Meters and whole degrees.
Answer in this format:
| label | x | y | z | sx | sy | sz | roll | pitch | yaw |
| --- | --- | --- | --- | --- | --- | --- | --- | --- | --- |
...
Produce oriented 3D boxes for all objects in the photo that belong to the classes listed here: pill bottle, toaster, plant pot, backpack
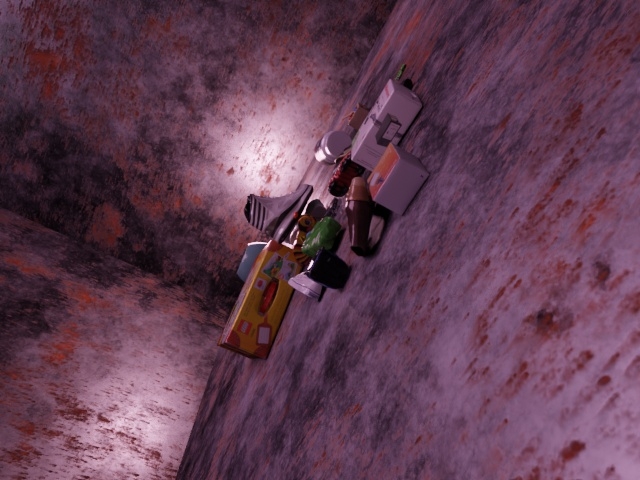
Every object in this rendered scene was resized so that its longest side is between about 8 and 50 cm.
| label | x | y | z | sx | sy | sz | roll | pitch | yaw |
| --- | --- | --- | --- | --- | --- | --- | --- | --- | --- |
| pill bottle | 0.068 | -0.498 | 2.266 | 0.161 | 0.161 | 0.283 | -64 | 11 | -3 |
| toaster | -0.177 | -0.063 | 2.500 | 0.227 | 0.129 | 0.147 | -134 | 67 | -76 |
| plant pot | -0.337 | 0.145 | 2.410 | 0.293 | 0.234 | 0.293 | -159 | 90 | -80 |
| backpack | 0.024 | 0.089 | 1.290 | 0.105 | 0.114 | 0.084 | -62 | 11 | -6 |

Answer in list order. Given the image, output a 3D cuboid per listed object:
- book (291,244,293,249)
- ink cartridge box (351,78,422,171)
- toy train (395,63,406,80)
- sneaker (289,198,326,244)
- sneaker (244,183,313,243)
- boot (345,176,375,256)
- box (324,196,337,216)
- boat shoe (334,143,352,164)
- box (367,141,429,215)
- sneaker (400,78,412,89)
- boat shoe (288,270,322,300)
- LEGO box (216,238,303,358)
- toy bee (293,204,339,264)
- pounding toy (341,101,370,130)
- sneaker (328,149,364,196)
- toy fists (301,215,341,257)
| label | x | y | z | sx | sy | sz | roll | pitch | yaw |
| --- | --- | --- | --- | --- | --- | --- | --- | --- | --- |
| book | -0.150 | 0.081 | 2.306 | 0.144 | 0.035 | 0.096 | -85 | 19 | -59 |
| ink cartridge box | 0.223 | -0.402 | 1.482 | 0.273 | 0.114 | 0.198 | -57 | 13 | 29 |
| toy train | 0.361 | -0.753 | 1.893 | 0.083 | 0.017 | 0.023 | -64 | 22 | -3 |
| sneaker | -0.065 | -0.095 | 2.135 | 0.256 | 0.094 | 0.151 | -51 | 20 | 16 |
| sneaker | -0.205 | -0.192 | 2.023 | 0.169 | 0.257 | 0.448 | -60 | 0 | 39 |
| boot | 0.115 | -0.054 | 1.250 | 0.248 | 0.090 | 0.207 | 42 | -131 | -74 |
| box | 0.049 | -0.151 | 1.945 | 0.083 | 0.018 | 0.067 | -55 | 14 | 37 |
| boat shoe | 0.141 | -0.396 | 1.946 | 0.074 | 0.080 | 0.223 | -62 | 15 | -19 |
| box | 0.201 | -0.168 | 1.127 | 0.130 | 0.090 | 0.170 | -59 | 12 | 22 |
| sneaker | 0.306 | -0.560 | 1.633 | 0.170 | 0.051 | 0.089 | -61 | 11 | -11 |
| boat shoe | -0.044 | 0.156 | 1.548 | 0.084 | 0.095 | 0.258 | -61 | 22 | -6 |
| LEGO box | -0.286 | 0.295 | 2.016 | 0.501 | 0.193 | 0.372 | -68 | 12 | -22 |
| toy bee | -0.063 | -0.053 | 1.880 | 0.299 | 0.162 | 0.195 | -65 | 10 | -5 |
| pounding toy | 0.186 | -0.666 | 2.262 | 0.130 | 0.100 | 0.141 | -58 | 13 | 26 |
| sneaker | 0.120 | -0.311 | 1.781 | 0.276 | 0.097 | 0.135 | -54 | 17 | 45 |
| toy fists | 0.000 | 0.000 | 1.655 | 0.142 | 0.096 | 0.279 | -55 | 8 | -11 |
